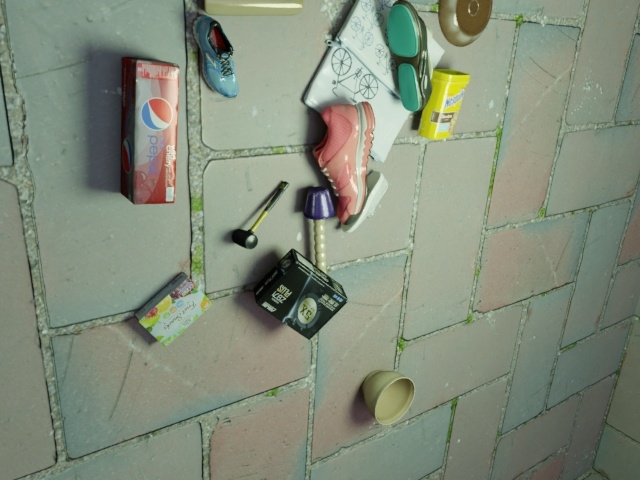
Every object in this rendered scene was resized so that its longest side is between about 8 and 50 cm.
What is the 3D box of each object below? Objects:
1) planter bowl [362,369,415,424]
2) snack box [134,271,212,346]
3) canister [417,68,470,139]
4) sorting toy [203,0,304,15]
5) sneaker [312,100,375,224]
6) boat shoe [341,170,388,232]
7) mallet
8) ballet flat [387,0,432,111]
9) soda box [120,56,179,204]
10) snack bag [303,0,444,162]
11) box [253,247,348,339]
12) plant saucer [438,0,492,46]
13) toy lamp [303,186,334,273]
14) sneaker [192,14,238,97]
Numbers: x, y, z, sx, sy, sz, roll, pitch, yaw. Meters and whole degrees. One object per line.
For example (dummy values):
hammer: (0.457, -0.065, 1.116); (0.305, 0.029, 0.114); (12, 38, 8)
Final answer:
planter bowl: (0.199, 0.471, 1.685); (0.162, 0.109, 0.162); (-15, 118, -31)
snack box: (-0.326, 0.154, 1.208); (0.141, 0.037, 0.100); (-43, 130, -14)
canister: (0.325, -0.361, 1.439); (0.126, 0.073, 0.170); (-19, 128, -45)
sorting toy: (-0.178, -0.552, 1.031); (0.307, 0.041, 0.229); (-11, 112, -26)
sneaker: (0.045, -0.187, 1.319); (0.136, 0.116, 0.314); (1, 119, -7)
boat shoe: (0.120, -0.093, 1.429); (0.063, 0.066, 0.184); (36, 76, -39)
mallet: (-0.138, -0.063, 1.266); (0.039, 0.062, 0.190); (48, 63, -40)
ballet flat: (0.221, -0.448, 1.295); (0.096, 0.095, 0.280); (-44, 140, -28)
soda box: (-0.324, -0.205, 1.024); (0.083, 0.092, 0.263); (-5, 112, -35)
snack bag: (0.138, -0.404, 1.325); (0.323, 0.037, 0.343); (29, 90, -41)
box: (-0.048, 0.133, 1.328); (0.180, 0.077, 0.147); (39, 102, -25)
plant saucer: (0.393, -0.615, 1.428); (0.198, 0.036, 0.199); (-16, 118, -32)
toy lamp: (0.000, 0.000, 1.363); (0.080, 0.080, 0.275); (-19, 120, -29)
sneaker: (-0.200, -0.357, 1.066); (0.063, 0.073, 0.162); (-33, 125, -22)
